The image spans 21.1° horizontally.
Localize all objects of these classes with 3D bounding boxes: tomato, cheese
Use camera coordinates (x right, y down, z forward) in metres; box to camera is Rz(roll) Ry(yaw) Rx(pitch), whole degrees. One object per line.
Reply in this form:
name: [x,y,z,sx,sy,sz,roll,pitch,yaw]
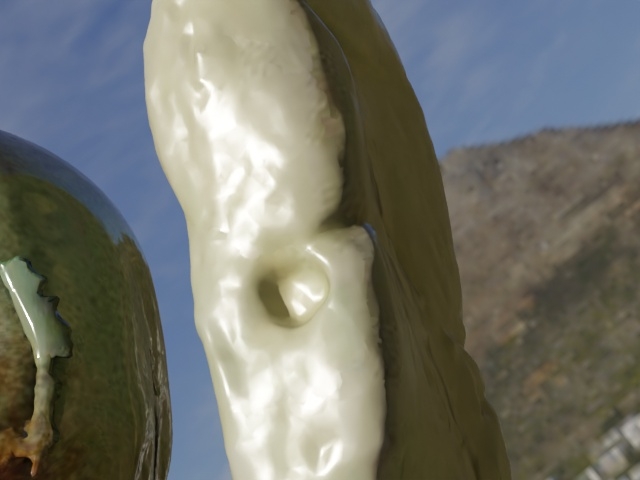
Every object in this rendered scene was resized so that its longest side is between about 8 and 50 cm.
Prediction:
tomato: [-0.202,0.089,0.913,0.239,0.303,0.303,-11,-6,12]
cheese: [-0.002,0.000,0.697,0.093,0.263,0.159,-16,-19,14]
